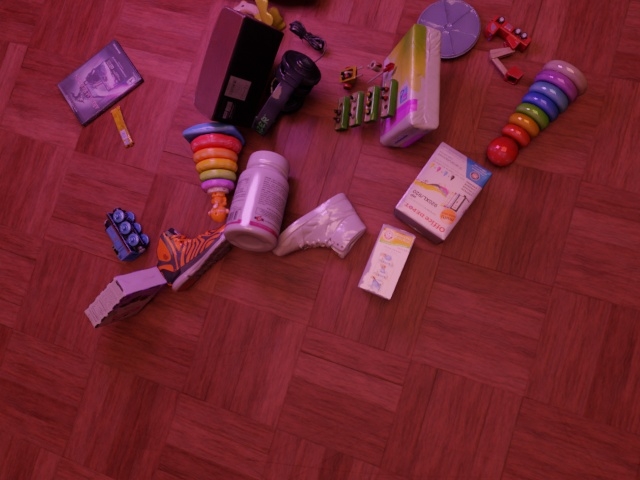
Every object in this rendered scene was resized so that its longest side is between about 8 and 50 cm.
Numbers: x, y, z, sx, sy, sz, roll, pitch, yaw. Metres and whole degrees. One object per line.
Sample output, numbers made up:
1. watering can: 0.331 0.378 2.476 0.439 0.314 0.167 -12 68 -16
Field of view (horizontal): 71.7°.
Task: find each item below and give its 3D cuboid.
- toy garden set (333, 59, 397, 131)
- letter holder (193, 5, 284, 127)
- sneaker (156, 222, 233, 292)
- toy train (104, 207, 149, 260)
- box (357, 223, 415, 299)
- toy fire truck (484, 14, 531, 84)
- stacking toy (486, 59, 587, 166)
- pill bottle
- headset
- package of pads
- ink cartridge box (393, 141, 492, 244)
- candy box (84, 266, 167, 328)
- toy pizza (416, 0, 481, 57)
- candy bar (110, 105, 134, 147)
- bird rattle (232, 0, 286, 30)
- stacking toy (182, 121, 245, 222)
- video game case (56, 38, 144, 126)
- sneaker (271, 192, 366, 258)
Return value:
1. toy garden set: 0.128 -0.459 1.355 0.244 0.049 0.203 0 82 51
2. letter holder: -0.279 -0.534 1.343 0.214 0.152 0.302 41 117 32
3. sneaker: -0.407 0.003 1.424 0.321 0.124 0.180 -42 81 2
4. toy train: -0.661 -0.021 1.491 0.105 0.080 0.184 -38 80 9
5. box: 0.200 0.067 1.329 0.103 0.114 0.203 22 87 12
6. toy fire truck: 0.576 -0.594 1.379 0.192 0.047 0.135 42 92 11
7. stacking toy: 0.621 -0.362 1.317 0.141 0.141 0.330 41 98 11
8. pill bottle: -0.185 -0.122 1.356 0.160 0.160 0.283 7 65 9
9. headset: -0.110 -0.509 1.381 0.185 0.243 0.394 36 69 -12
10. package of pads: 0.264 -0.444 1.320 0.101 0.229 0.296 5 86 -14
11. ink cartridge box: 0.350 -0.129 1.301 0.171 0.168 0.232 36 91 10
12. candy box: -0.608 0.177 1.387 0.196 0.165 0.070 -41 80 25
13. toy pizza: 0.408 -0.676 1.421 0.201 0.032 0.201 -1 83 10
14. candy bar: -0.703 -0.403 1.567 0.040 0.018 0.161 -26 81 9
15. bird rattle: -0.247 -0.702 1.503 0.207 0.143 0.253 44 105 22
16. stacking toy: -0.327 -0.204 1.409 0.175 0.166 0.301 -7 80 4
17. video game case: -0.796 -0.569 1.597 0.274 0.026 0.196 -36 80 3
18. sneaker: 0.000 0.000 1.372 0.292 0.108 0.169 -35 77 2
